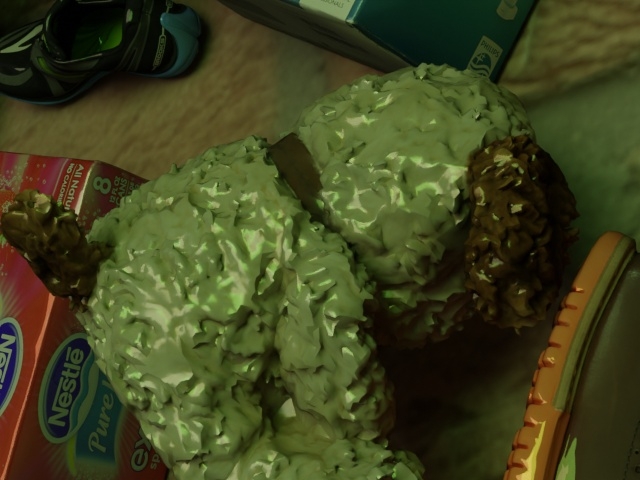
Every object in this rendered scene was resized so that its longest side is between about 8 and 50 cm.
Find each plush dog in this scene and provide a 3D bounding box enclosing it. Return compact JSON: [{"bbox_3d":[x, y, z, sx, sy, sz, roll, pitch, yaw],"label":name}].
[{"bbox_3d":[0.000,0.000,0.634,0.225,0.210,0.262,-35,28,-2],"label":"plush dog"}]

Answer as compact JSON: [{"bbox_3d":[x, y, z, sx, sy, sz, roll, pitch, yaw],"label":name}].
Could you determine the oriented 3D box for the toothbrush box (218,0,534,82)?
[{"bbox_3d":[0.047,-0.253,0.750,0.216,0.126,0.295,30,93,41],"label":"toothbrush box"}]

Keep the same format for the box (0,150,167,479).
[{"bbox_3d":[-0.165,0.084,0.801,0.128,0.122,0.257,8,79,40],"label":"box"}]

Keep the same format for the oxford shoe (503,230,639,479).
[{"bbox_3d":[0.135,0.175,0.551,0.133,0.130,0.363,4,76,15],"label":"oxford shoe"}]

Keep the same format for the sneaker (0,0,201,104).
[{"bbox_3d":[-0.166,-0.138,0.911,0.188,0.078,0.067,-4,72,39],"label":"sneaker"}]
